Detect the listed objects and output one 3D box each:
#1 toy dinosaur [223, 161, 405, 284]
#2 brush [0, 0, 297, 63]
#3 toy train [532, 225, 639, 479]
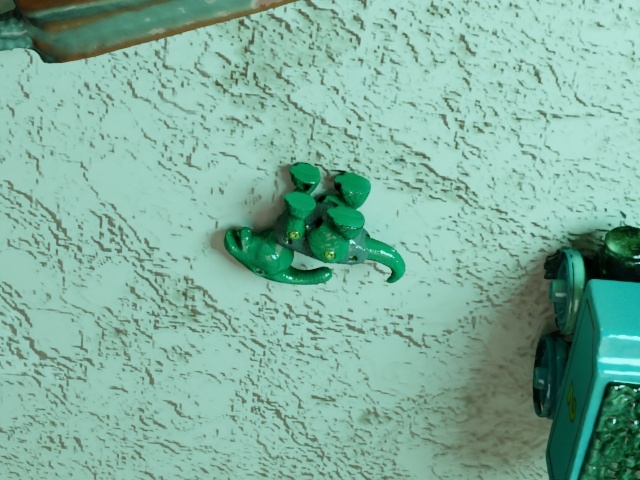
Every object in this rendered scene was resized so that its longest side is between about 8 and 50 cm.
[{"bbox_3d":[0.000,0.000,1.266,0.132,0.059,0.096,18,133,-5],"label":"toy dinosaur"},{"bbox_3d":[-0.107,-0.158,1.129,0.323,0.070,0.051,-12,126,10],"label":"brush"},{"bbox_3d":[0.222,0.100,1.280,0.112,0.163,0.203,2,127,-2],"label":"toy train"}]
